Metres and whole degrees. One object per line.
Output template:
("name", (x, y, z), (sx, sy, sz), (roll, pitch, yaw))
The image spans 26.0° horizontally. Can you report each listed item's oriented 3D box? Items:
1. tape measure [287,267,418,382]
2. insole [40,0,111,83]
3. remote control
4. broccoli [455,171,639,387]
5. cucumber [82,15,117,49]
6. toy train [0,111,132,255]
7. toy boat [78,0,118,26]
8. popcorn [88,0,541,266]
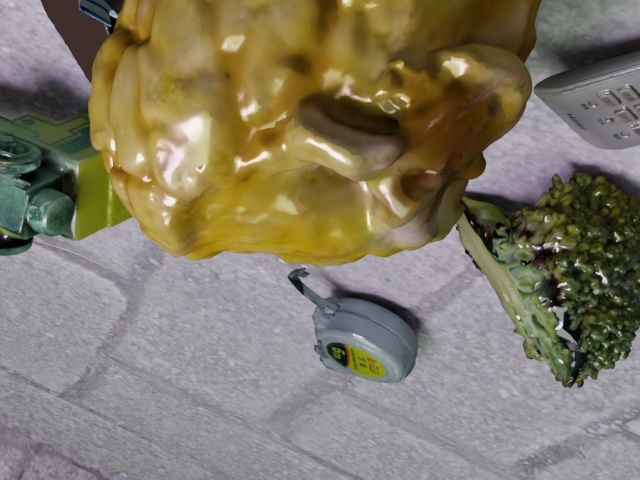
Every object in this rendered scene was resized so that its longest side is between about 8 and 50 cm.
("tape measure", (0.048, 0.095, 1.859), (0.164, 0.084, 0.330), (13, 152, 14))
("insole", (-0.251, -0.222, 1.491), (0.111, 0.007, 0.328), (6, 129, 49))
("remote control", (0.345, -0.152, 1.242), (0.313, 0.055, 0.109), (-13, 142, 42))
("broccoli", (0.279, 0.017, 1.531), (0.180, 0.273, 0.242), (-24, 135, -6))
("cucumber", (-0.176, -0.159, 1.544), (0.300, 0.072, 0.072), (46, 149, -6))
("toy train", (-0.422, -0.106, 1.730), (0.369, 0.237, 0.150), (22, 120, 26))
("toy boat", (-0.335, -0.299, 1.415), (0.291, 0.070, 0.210), (33, 177, -9))
("popcorn", (-0.003, -0.154, 1.195), (0.390, 0.354, 0.344), (-6, 179, 18))
